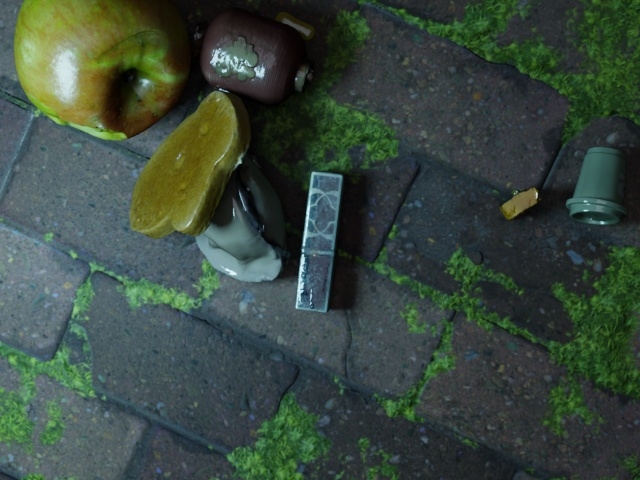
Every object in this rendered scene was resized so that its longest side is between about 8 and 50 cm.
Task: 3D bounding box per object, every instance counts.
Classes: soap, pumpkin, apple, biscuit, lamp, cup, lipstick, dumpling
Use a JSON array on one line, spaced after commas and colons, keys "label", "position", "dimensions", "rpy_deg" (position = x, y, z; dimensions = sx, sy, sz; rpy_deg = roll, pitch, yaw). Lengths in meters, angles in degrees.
[{"label": "soap", "position": [-0.054, -0.450, 1.723], "dimensions": [0.089, 0.012, 0.034], "rpy_deg": [27, 94, 3]}, {"label": "pumpkin", "position": [0.405, -0.080, 1.669], "dimensions": [0.083, 0.074, 0.054], "rpy_deg": [-29, 84, 4]}, {"label": "apple", "position": [-0.430, -0.370, 1.601], "dimensions": [0.339, 0.339, 0.340], "rpy_deg": [0, 92, 4]}, {"label": "biscuit", "position": [-0.254, -0.125, 1.627], "dimensions": [0.057, 0.287, 0.344], "rpy_deg": [28, 118, -39]}, {"label": "lamp", "position": [-0.134, -0.362, 1.655], "dimensions": [0.258, 0.180, 0.180], "rpy_deg": [22, 93, 3]}, {"label": "cup", "position": [0.561, -0.109, 1.645], "dimensions": [0.120, 0.120, 0.141], "rpy_deg": [12, 78, 4]}, {"label": "lipstick", "position": [0.000, 0.000, 1.700], "dimensions": [0.077, 0.076, 0.290], "rpy_deg": [7, 90, 6]}, {"label": "dumpling", "position": [-0.179, -0.043, 1.671], "dimensions": [0.204, 0.163, 0.293], "rpy_deg": [-18, 97, 3]}]
